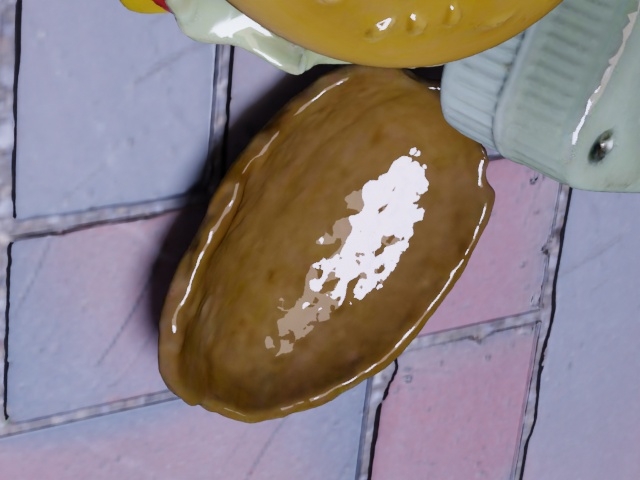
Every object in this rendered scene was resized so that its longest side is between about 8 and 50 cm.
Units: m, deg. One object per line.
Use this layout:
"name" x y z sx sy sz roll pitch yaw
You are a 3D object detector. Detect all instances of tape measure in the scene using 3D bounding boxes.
"tape measure" 0.174 -0.139 0.939 0.207 0.115 0.235 1 114 -53

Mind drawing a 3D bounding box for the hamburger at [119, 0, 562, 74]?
"hamburger" 0.015 -0.193 0.760 0.274 0.212 0.274 -16 124 -25

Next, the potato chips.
"potato chips" 0.000 0.000 0.976 0.150 0.049 0.201 26 102 -39
